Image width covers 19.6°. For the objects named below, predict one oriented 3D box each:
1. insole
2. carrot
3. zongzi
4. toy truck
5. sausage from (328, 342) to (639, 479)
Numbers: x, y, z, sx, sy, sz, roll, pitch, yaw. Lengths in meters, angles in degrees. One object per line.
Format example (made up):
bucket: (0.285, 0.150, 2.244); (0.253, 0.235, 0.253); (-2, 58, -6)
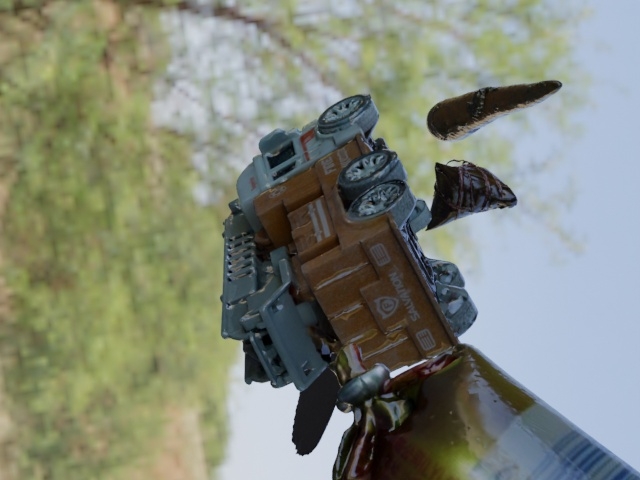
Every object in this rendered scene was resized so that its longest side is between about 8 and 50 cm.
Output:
insole: (0.023, 0.067, 1.931); (0.111, 0.007, 0.327); (-16, -123, 62)
carrot: (0.174, -0.136, 1.867); (0.254, 0.049, 0.049); (-14, -95, 64)
zongzi: (0.126, -0.051, 1.691); (0.067, 0.083, 0.073); (54, -13, 46)
toy truck: (0.000, 0.000, 1.531); (0.133, 0.184, 0.338); (61, 4, -24)
sausage: (0.122, 0.163, 0.970); (0.125, 0.317, 0.117); (-57, 163, 14)
